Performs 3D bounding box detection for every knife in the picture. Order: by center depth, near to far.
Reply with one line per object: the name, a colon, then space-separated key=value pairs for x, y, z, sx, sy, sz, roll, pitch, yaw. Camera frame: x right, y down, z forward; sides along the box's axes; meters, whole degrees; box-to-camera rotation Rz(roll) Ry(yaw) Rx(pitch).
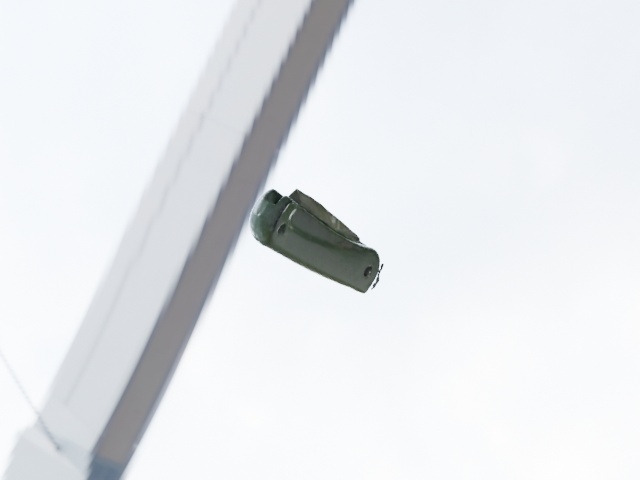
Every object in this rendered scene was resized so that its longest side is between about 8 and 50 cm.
knife: x=0.000 y=0.000 z=1.113 sx=0.162 sy=0.023 sz=0.044 roll=30 pitch=-96 yaw=-60
